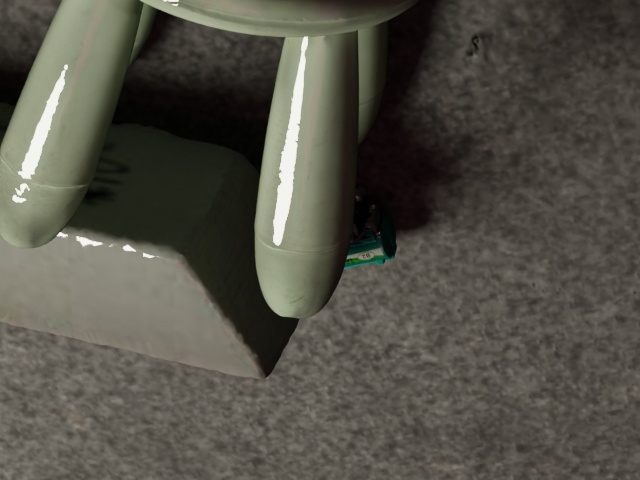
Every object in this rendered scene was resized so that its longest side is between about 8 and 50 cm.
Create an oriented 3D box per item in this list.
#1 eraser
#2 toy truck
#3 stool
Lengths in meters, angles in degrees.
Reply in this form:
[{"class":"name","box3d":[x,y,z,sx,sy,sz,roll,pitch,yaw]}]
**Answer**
[{"class":"eraser","box3d":[-0.178,-0.019,1.082,0.352,0.111,0.077,12,124,11]},{"class":"toy truck","box3d":[0.000,0.000,1.132,0.083,0.039,0.044,-13,125,21]},{"class":"stool","box3d":[-0.047,-0.098,0.973,0.195,0.195,0.198,13,130,0]}]
